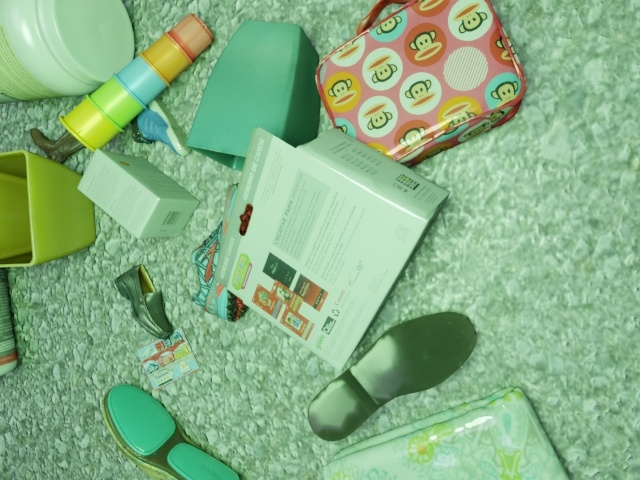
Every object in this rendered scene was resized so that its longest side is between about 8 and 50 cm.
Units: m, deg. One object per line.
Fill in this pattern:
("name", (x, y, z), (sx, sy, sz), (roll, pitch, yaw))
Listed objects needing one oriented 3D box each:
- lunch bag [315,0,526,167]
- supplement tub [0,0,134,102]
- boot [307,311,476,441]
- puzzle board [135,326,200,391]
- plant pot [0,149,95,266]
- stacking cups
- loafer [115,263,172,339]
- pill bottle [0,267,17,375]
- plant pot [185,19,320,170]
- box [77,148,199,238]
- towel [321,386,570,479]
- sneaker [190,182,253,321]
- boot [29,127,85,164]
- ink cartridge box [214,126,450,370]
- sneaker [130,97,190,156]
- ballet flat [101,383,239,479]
("lunch bag", (0.143, -0.262, 0.744), (0.293, 0.120, 0.258), (-23, 84, 18))
("supplement tub", (-0.565, -0.398, 0.917), (0.325, 0.235, 0.235), (1, 92, 19))
("boot", (0.117, 0.217, 0.789), (0.306, 0.115, 0.112), (-32, 76, -2))
("puzzle board", (-0.320, 0.249, 0.975), (0.128, 0.011, 0.096), (-29, 83, 18))
("plant pot", (-0.593, -0.057, 0.964), (0.213, 0.187, 0.212), (-3, 91, 18))
("stacking cups", (-0.343, -0.307, 0.886), (0.096, 0.096, 0.316), (44, 88, 12))
("loafer", (-0.351, 0.125, 0.957), (0.061, 0.062, 0.170), (-41, 81, 11))
("pill bottle", (-0.814, 0.132, 1.034), (0.211, 0.210, 0.362), (-9, 88, 19))
("plant pot", (-0.092, -0.240, 0.809), (0.166, 0.166, 0.234), (14, 88, 18))
("box", (-0.351, -0.088, 0.911), (0.171, 0.130, 0.091), (36, 103, 15))
("towel", (0.222, 0.452, 0.759), (0.375, 0.090, 0.320), (-28, 84, 17))
("sneaker", (-0.190, 0.017, 0.876), (0.125, 0.104, 0.261), (12, 95, 20))
("boot", (-0.572, -0.229, 1.030), (0.114, 0.037, 0.106), (-31, 95, 20))
("ink cartridge box", (0.000, 0.000, 0.736), (0.272, 0.130, 0.309), (33, 125, 12))
("sneaker", (-0.325, -0.208, 0.934), (0.085, 0.058, 0.152), (-38, 76, 10))
("ballet flat", (-0.311, 0.430, 0.931), (0.349, 0.123, 0.123), (32, 101, 15))
